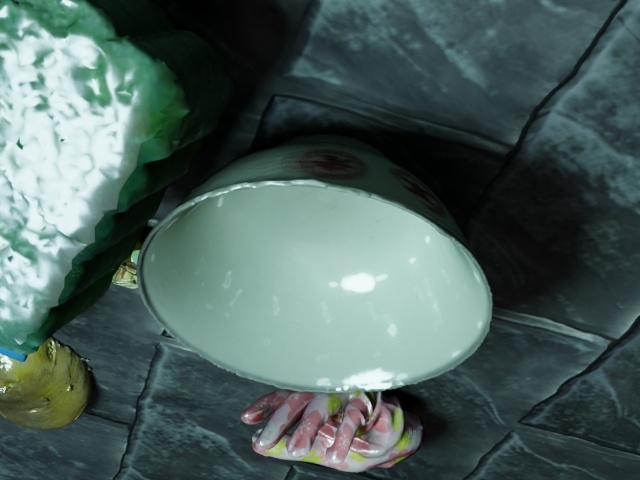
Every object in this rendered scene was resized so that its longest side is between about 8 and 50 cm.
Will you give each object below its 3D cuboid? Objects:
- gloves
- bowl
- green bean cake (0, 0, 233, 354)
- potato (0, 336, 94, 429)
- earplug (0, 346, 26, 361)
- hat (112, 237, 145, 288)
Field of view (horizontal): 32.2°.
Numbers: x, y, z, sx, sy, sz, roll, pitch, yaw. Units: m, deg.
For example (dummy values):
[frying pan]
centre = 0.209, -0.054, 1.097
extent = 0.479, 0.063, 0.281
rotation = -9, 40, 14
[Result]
[gloves]
centre = 0.009, 0.234, 1.426
extent = 0.241, 0.126, 0.145
rotation = 25, 163, -28
[bowl]
centre = 0.000, 0.000, 1.084
extent = 0.337, 0.157, 0.337
rotation = 4, 142, 3
[green bean cake]
centre = -0.267, -0.106, 0.934
extent = 0.300, 0.169, 0.308
rotation = 38, 114, 2
[potato]
centre = -0.389, 0.192, 1.461
extent = 0.164, 0.081, 0.200
rotation = -9, 143, 18
[earplug]
centre = -0.435, 0.029, 1.220
extent = 0.273, 0.132, 0.132
rotation = 20, 141, -11
[hat]
centre = -0.217, 0.012, 1.215
extent = 0.077, 0.059, 0.076
rotation = 34, 152, -24
